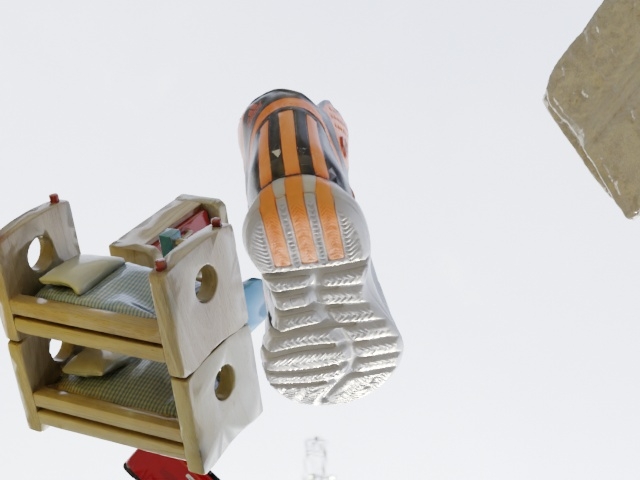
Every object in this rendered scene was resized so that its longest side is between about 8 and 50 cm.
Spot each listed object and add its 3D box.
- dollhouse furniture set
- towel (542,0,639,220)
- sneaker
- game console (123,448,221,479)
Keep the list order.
[{"bbox_3d":[-0.083,0.023,0.692,0.129,0.183,0.129,8,-60,28],"label":"dollhouse furniture set"},{"bbox_3d":[0.335,-0.168,1.096,0.187,0.049,0.282,61,-39,24],"label":"towel"},{"bbox_3d":[0.000,0.000,0.979,0.124,0.321,0.180,-5,-130,-1],"label":"sneaker"},{"bbox_3d":[-0.124,0.250,1.191,0.144,0.085,0.124,43,-51,1],"label":"game console"}]
